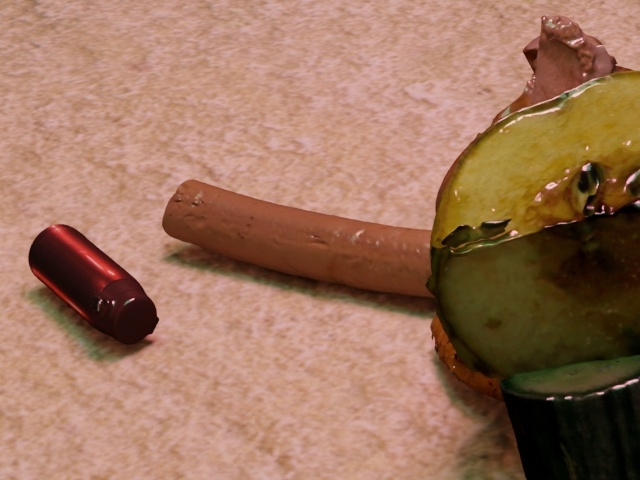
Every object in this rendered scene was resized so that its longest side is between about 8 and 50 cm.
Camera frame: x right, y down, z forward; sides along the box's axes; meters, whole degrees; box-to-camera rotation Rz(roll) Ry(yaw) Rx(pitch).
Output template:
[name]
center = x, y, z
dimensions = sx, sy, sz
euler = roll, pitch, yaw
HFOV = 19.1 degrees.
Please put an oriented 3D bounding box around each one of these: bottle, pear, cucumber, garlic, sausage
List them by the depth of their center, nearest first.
[cucumber]
center = 0.189, 0.138, 1.299
dimensions = 0.116, 0.115, 0.062
euler = -10, 27, 11
[pear]
center = 0.196, -0.010, 1.392
dimensions = 0.238, 0.164, 0.255
euler = -15, 28, 6
[bottle]
center = -0.193, 0.039, 1.620
dimensions = 0.060, 0.060, 0.164
euler = -20, 30, -25
[garlic]
center = 0.213, -0.069, 1.642
dimensions = 0.160, 0.214, 0.191
euler = 25, -6, 21
[sausage]
center = -0.001, 0.002, 1.644
dimensions = 0.301, 0.066, 0.066
euler = 12, 32, 32

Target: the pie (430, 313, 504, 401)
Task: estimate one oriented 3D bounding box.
[pie]
center = 0.220, 0.062, 1.478
dimensions = 0.273, 0.069, 0.273
euler = -9, 31, 5
